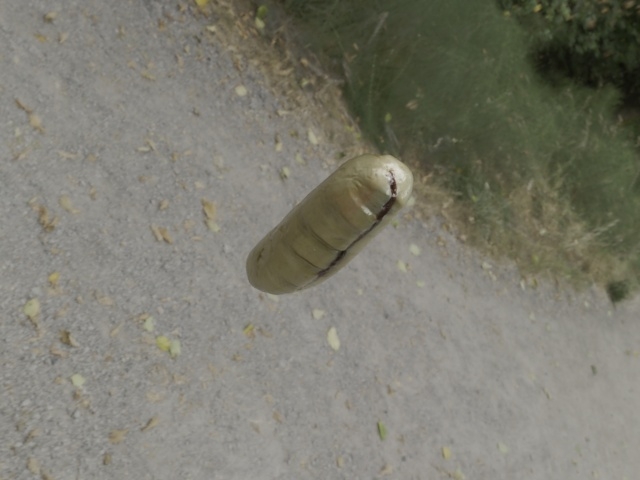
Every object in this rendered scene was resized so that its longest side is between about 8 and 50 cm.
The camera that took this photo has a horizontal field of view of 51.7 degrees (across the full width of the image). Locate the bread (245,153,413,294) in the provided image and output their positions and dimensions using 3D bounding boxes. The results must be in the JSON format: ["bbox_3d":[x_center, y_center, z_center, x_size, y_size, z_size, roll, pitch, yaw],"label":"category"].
[{"bbox_3d":[0.001,-0.001,0.583,0.073,0.214,0.053,34,44,-18],"label":"bread"}]
